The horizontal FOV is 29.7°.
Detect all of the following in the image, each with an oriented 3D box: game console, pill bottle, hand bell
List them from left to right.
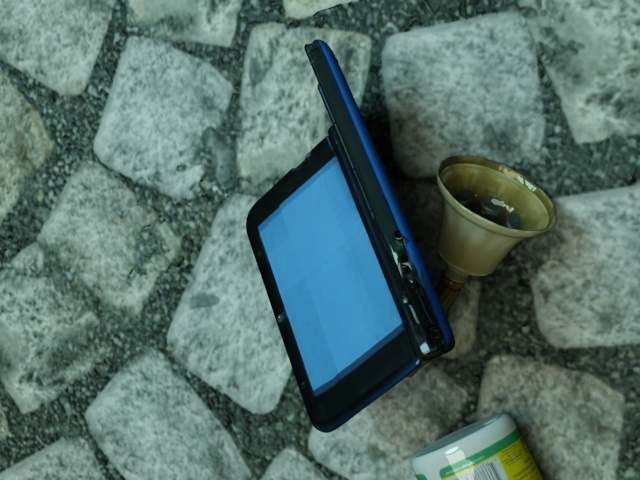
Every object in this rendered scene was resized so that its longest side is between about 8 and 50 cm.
[{"bbox_3d":[0.000,0.000,1.189,0.173,0.250,0.293,-24,58,4],"label":"game console"},{"bbox_3d":[0.133,0.047,1.234,0.126,0.126,0.242,34,124,19],"label":"hand bell"},{"bbox_3d":[0.185,0.291,1.218,0.117,0.117,0.208,-29,84,27],"label":"pill bottle"}]
